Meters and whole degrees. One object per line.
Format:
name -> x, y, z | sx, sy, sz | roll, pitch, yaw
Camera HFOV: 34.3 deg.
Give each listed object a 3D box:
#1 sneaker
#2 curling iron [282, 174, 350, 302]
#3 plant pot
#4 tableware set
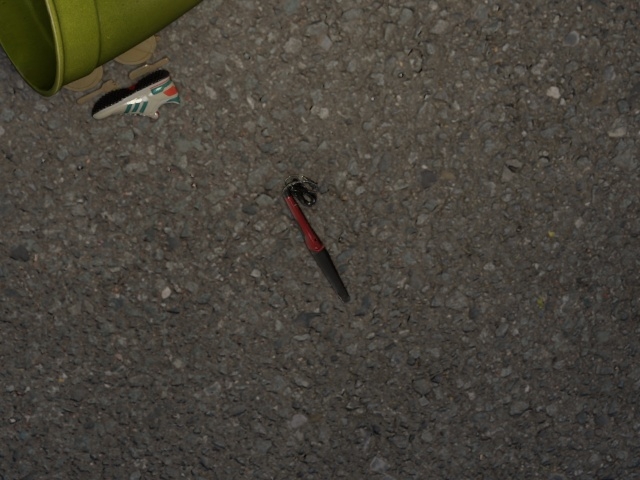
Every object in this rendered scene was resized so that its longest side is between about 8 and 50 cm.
sneaker -> -0.326, -0.239, 1.849 | 0.161, 0.057, 0.075 | -25, 124, 6
curling iron -> 0.000, 0.000, 1.961 | 0.068, 0.035, 0.274 | -21, 108, 3
plant pot -> -0.330, -0.454, 1.614 | 0.353, 0.366, 0.366 | -25, 110, -25
tableware set -> -0.380, -0.329, 1.820 | 0.194, 0.039, 0.128 | -24, 135, 10
